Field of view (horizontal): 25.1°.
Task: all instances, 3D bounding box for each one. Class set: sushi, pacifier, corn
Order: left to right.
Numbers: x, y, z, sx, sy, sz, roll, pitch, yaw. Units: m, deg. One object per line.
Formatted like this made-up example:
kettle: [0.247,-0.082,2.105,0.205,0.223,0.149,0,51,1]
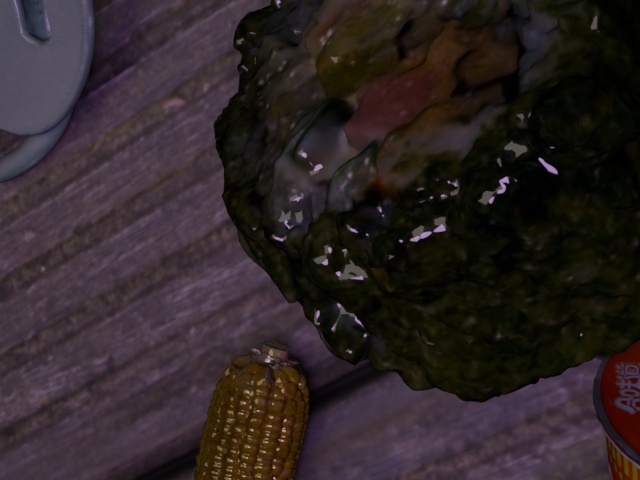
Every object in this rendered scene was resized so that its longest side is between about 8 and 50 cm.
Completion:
pacifier: [-0.356,-0.163,1.210,0.343,0.269,0.288,-10,107,34]
corn: [-0.062,0.193,1.110,0.080,0.080,0.238,15,93,31]
sushi: [0.080,-0.078,0.909,0.294,0.178,0.352,-30,38,23]

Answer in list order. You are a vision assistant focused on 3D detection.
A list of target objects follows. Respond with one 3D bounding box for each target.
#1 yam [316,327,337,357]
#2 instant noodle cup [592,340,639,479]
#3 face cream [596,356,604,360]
yam: [0.000,0.000,1.084,0.078,0.078,0.179,-42,64,22]
instant noodle cup: [0.253,0.175,0.842,0.193,0.193,0.212,15,126,31]
face cream: [0.262,0.058,0.924,0.314,0.089,0.143,21,100,24]
